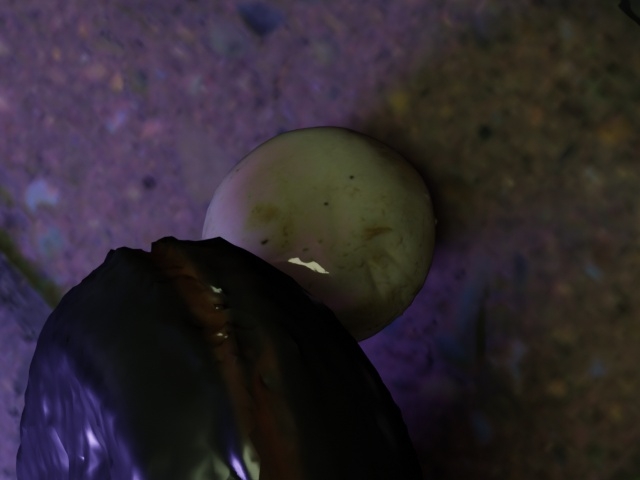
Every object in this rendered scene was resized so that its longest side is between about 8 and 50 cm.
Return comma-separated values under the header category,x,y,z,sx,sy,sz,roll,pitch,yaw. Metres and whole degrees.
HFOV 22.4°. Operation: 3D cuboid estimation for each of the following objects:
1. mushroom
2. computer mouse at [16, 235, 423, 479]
category,x,y,z,sx,sy,sz,roll,pitch,yaw
mushroom,0.000,0.000,0.564,0.083,0.067,0.083,-6,61,12
computer mouse,-0.031,0.140,0.529,0.183,0.116,0.323,-118,30,-44
